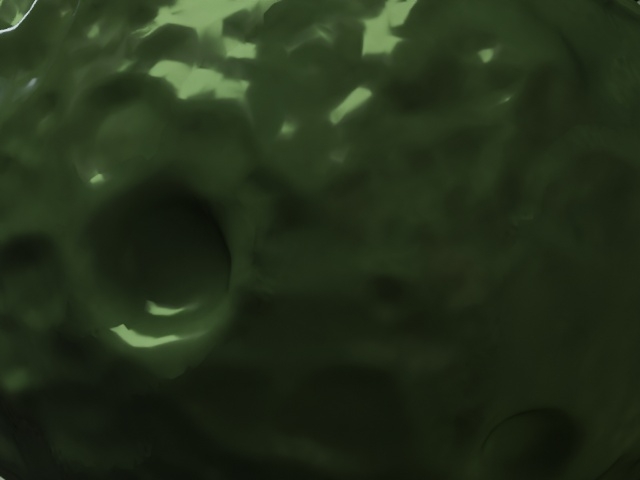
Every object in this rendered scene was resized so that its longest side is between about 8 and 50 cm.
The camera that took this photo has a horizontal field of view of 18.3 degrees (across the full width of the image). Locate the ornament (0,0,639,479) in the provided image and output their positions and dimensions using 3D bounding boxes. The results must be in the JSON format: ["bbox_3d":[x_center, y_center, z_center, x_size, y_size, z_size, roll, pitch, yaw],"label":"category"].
[{"bbox_3d":[0.000,0.000,0.799,0.337,0.337,0.337,-18,12,4],"label":"ornament"}]
